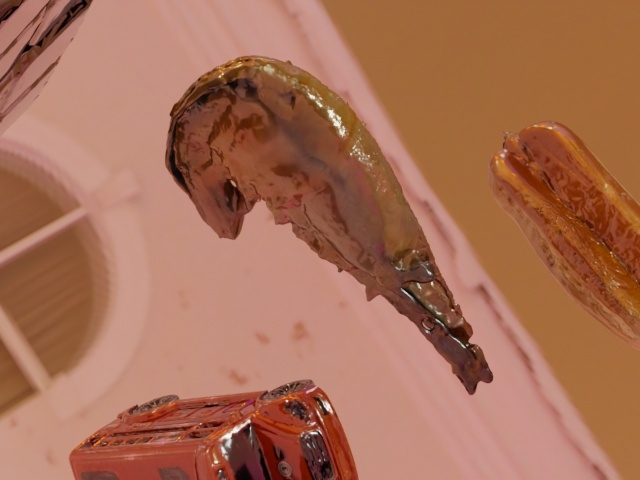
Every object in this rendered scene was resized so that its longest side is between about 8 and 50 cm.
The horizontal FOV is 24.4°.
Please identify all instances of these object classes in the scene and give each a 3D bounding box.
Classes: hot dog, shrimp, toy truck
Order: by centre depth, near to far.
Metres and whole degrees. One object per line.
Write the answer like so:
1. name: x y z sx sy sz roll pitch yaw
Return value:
1. shrimp: 0.009 -0.004 0.900 0.117 0.066 0.262 -20 -63 30
2. hot dog: 0.213 -0.010 1.180 0.236 0.092 0.062 57 3 30
3. toy truck: -0.092 0.192 1.244 0.252 0.114 0.108 -11 -79 43

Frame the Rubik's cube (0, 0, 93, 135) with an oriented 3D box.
1. Rubik's cube: -0.334 -0.145 0.762 0.344 0.344 0.337 39 -29 -6
